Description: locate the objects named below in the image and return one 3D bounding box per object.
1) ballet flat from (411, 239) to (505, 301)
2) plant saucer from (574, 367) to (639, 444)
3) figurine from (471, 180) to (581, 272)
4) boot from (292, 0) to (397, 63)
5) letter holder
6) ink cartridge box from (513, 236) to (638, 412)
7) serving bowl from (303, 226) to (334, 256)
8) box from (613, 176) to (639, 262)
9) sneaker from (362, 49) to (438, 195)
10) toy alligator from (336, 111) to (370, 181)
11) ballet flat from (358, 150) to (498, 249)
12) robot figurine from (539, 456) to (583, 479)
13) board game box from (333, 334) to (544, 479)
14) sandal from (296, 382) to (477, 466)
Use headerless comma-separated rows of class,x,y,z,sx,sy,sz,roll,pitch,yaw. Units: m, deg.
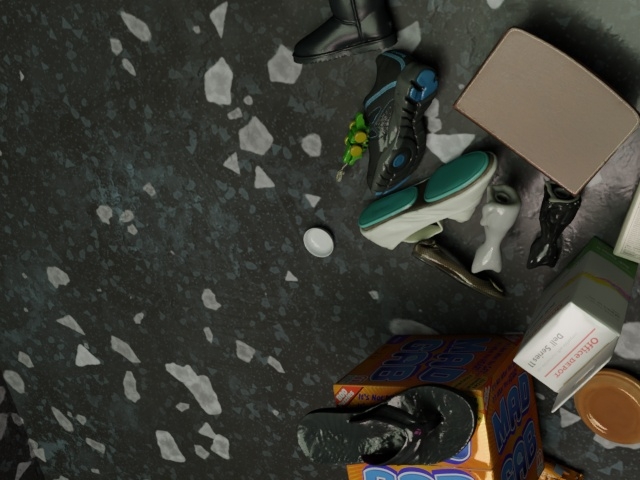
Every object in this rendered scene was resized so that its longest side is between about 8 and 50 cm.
ballet flat,0.329,0.068,1.876,0.249,0.084,0.058,29,88,-5
plant saucer,0.685,0.394,1.878,0.199,0.037,0.200,21,125,33
figurine,0.432,-0.015,1.729,0.214,0.092,0.210,-4,128,-9
boot,0.032,-0.497,1.708,0.246,0.094,0.207,-6,118,24
letter holder,0.454,-0.276,1.574,0.301,0.152,0.214,37,126,5
ink cartridge box,0.523,0.167,1.660,0.119,0.353,0.207,36,128,6
serving bowl,0.000,0.000,2.058,0.083,0.027,0.083,14,123,22
box,0.691,-0.104,1.558,0.147,0.121,0.311,21,125,17
sneaker,0.160,-0.258,1.787,0.139,0.125,0.341,43,135,33
toy alligator,0.085,-0.215,1.876,0.051,0.056,0.190,2,128,-20
ballet flat,0.262,-0.081,1.821,0.400,0.139,0.139,-26,103,41
robot figurine,0.520,0.618,2.095,0.290,0.085,0.211,17,123,19
board game box,0.291,0.447,1.904,0.356,0.356,0.357,-5,101,31
sandal,0.128,0.422,1.717,0.445,0.107,0.168,-20,92,32
